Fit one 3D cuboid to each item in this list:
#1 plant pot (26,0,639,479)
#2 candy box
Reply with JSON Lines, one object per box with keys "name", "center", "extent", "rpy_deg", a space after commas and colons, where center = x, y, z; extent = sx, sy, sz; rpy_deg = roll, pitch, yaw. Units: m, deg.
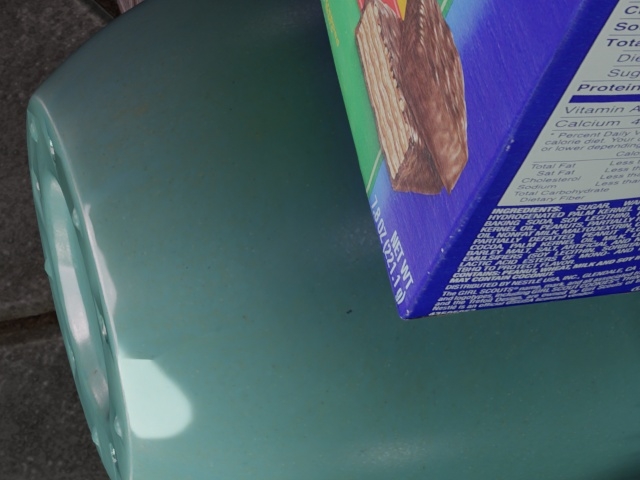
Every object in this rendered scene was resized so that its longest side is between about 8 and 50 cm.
{"name": "plant pot", "center": [0.000, 0.000, 0.835], "extent": [0.293, 0.235, 0.293], "rpy_deg": [167, 90, -76]}
{"name": "candy box", "center": [0.077, -0.155, 0.578], "extent": [0.317, 0.122, 0.268], "rpy_deg": [113, 146, -64]}
